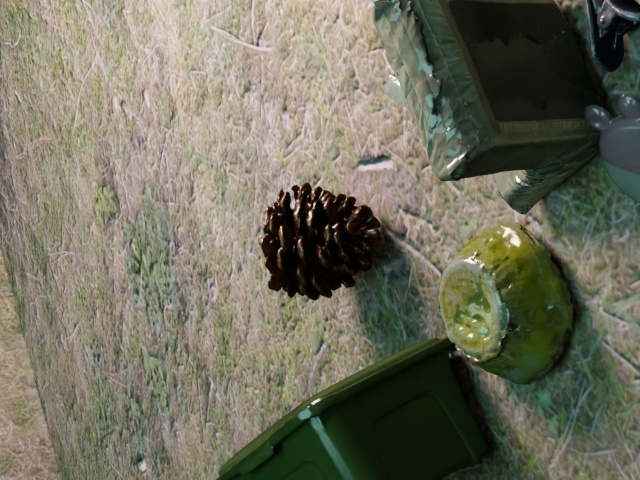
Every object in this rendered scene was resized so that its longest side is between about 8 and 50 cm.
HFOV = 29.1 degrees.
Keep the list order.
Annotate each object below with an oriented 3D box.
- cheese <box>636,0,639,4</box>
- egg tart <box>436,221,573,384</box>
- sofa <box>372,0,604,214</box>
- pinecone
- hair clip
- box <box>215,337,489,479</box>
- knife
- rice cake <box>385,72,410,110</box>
[{"bbox_3d":[0.316,-0.276,1.124,0.167,0.093,0.123,57,147,38],"label":"cheese"},{"bbox_3d":[0.198,0.078,1.409,0.197,0.078,0.197,26,121,54],"label":"egg tart"},{"bbox_3d":[0.157,-0.143,1.284,0.176,0.225,0.210,-40,67,50],"label":"sofa"},{"bbox_3d":[0.000,0.000,1.642,0.173,0.173,0.174,20,114,54],"label":"pinecone"},{"bbox_3d":[0.261,-0.305,1.257,0.083,0.048,0.275,-55,48,50],"label":"hair clip"},{"bbox_3d":[0.044,0.277,1.561,0.178,0.252,0.328,59,145,9],"label":"box"},{"bbox_3d":[0.394,-0.099,1.074,0.132,0.038,0.398,52,152,-19],"label":"knife"},{"bbox_3d":[0.135,-0.161,1.494,0.171,0.029,0.033,42,127,46],"label":"rice cake"}]
